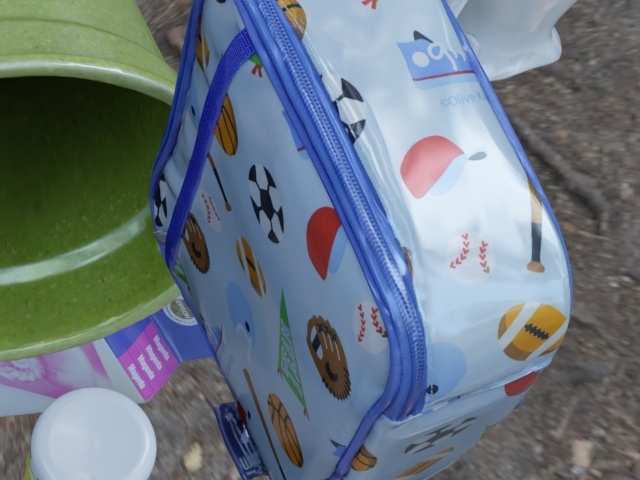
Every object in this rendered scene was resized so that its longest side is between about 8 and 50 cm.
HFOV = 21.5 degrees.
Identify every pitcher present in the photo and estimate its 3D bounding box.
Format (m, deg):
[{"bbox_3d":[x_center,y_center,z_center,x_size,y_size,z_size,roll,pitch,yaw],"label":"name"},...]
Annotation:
[{"bbox_3d":[0.135,-0.202,1.224,0.125,0.207,0.178,37,51,19],"label":"pitcher"}]

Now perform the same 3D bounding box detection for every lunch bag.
[{"bbox_3d":[0.000,0.000,0.830,0.115,0.303,0.243,-21,73,-21],"label":"lunch bag"}]

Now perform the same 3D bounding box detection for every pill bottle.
[{"bbox_3d":[-0.229,0.232,1.635,0.117,0.215,0.117,6,62,-11],"label":"pill bottle"}]

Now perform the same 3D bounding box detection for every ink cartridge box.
[{"bbox_3d":[-0.293,0.034,1.644,0.330,0.071,0.324,-9,127,30],"label":"ink cartridge box"}]

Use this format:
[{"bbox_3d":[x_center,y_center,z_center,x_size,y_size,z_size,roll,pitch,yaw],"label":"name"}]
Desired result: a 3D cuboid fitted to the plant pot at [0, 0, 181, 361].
[{"bbox_3d":[-0.208,-0.104,1.056,0.276,0.276,0.254,-10,54,-11],"label":"plant pot"}]
